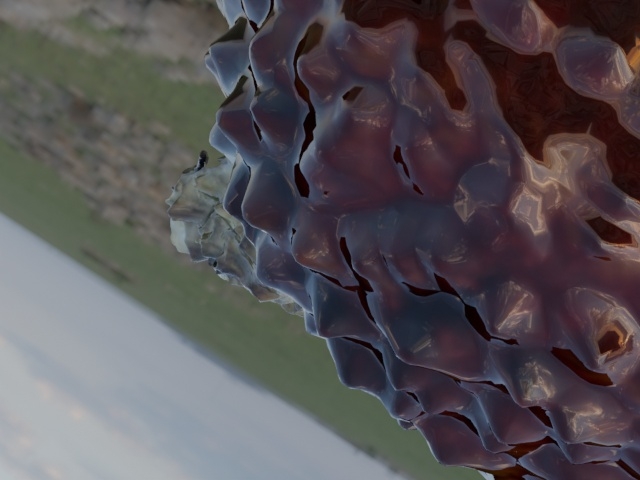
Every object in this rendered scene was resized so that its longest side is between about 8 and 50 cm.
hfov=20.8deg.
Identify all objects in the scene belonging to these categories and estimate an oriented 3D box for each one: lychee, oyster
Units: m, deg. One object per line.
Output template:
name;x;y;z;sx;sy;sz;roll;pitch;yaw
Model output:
lychee;0.181;-0.058;0.893;0.500;0.425;0.424;25;177;-17
oyster;0.000;0.002;1.444;0.238;0.115;0.351;12;172;-29
